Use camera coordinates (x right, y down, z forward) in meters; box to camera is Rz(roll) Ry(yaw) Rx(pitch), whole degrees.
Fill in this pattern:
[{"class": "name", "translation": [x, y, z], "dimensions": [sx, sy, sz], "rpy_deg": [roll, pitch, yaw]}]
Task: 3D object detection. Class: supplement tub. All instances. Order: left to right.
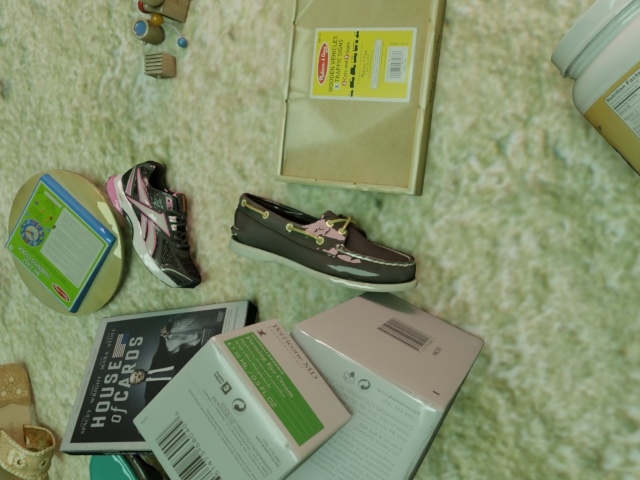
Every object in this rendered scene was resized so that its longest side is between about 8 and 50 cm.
[{"class": "supplement tub", "translation": [0.301, -0.118, 0.465], "dimensions": [0.144, 0.144, 0.199], "rpy_deg": [-42, 78, 20]}]

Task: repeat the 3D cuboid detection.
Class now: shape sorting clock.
[{"class": "shape sorting clock", "translation": [-0.354, 0.005, 0.808], "dimensions": [0.206, 0.040, 0.206], "rpy_deg": [3, 98, 20]}]

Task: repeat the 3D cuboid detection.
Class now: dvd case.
[{"class": "dvd case", "translation": [-0.197, 0.168, 0.711], "dimensions": [0.239, 0.029, 0.179], "rpy_deg": [-9, 55, 23]}]

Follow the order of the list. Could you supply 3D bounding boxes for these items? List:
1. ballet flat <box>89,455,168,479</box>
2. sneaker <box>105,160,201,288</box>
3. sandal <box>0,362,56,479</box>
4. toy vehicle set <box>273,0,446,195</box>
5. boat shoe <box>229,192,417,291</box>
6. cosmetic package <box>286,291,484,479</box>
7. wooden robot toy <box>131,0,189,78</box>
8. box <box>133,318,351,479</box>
[{"class": "ballet flat", "translation": [-0.214, 0.380, 0.748], "dimensions": [0.095, 0.096, 0.280], "rpy_deg": [-21, 85, 21]}, {"class": "sneaker", "translation": [-0.196, -0.024, 0.727], "dimensions": [0.077, 0.072, 0.178], "rpy_deg": [-34, 87, 11]}, {"class": "sandal", "translation": [-0.423, 0.293, 0.835], "dimensions": [0.079, 0.088, 0.240], "rpy_deg": [-17, 83, 29]}, {"class": "toy vehicle set", "translation": [0.042, -0.187, 0.628], "dimensions": [0.166, 0.035, 0.267], "rpy_deg": [9, 98, 22]}, {"class": "boat shoe", "translation": [0.000, 0.000, 0.636], "dimensions": [0.228, 0.081, 0.068], "rpy_deg": [14, 103, 24]}, {"class": "cosmetic package", "translation": [0.033, 0.184, 0.558], "dimensions": [0.138, 0.224, 0.224], "rpy_deg": [26, 103, 20]}, {"class": "wooden robot toy", "translation": [-0.204, -0.289, 0.702], "dimensions": [0.076, 0.079, 0.173], "rpy_deg": [19, 101, 20]}, {"class": "box", "translation": [-0.055, 0.130, 0.422], "dimensions": [0.102, 0.087, 0.101], "rpy_deg": [-46, 73, 20]}]
